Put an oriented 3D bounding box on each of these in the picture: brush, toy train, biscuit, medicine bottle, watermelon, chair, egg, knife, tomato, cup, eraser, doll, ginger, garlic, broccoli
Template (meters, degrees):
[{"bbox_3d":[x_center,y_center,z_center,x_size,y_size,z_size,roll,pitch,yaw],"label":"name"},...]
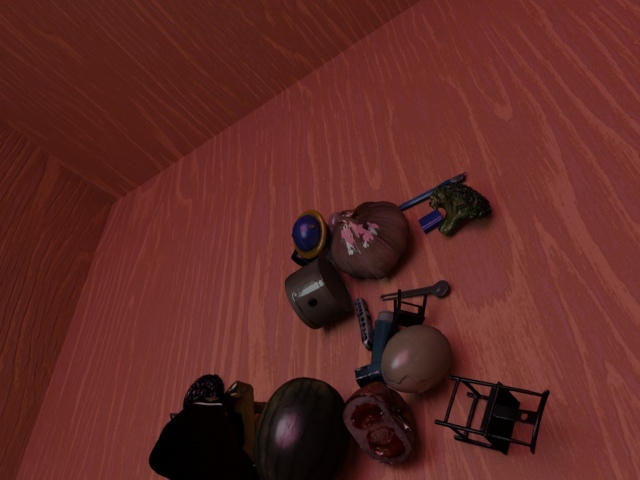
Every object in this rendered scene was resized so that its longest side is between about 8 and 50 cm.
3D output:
[{"bbox_3d":[0.317,0.179,1.793,0.266,0.027,0.062,-14,46,39],"label":"brush"},{"bbox_3d":[0.153,0.287,1.821,0.047,0.043,0.207,-30,39,19],"label":"toy train"},{"bbox_3d":[-0.461,0.614,2.077,0.195,0.053,0.194,-24,42,24],"label":"biscuit"},{"bbox_3d":[0.189,0.349,1.696,0.124,0.079,0.258,-8,49,27],"label":"medicine bottle"},{"bbox_3d":[-0.054,0.582,1.539,0.279,0.279,0.359,-8,50,39],"label":"watermelon"},{"bbox_3d":[0.268,0.268,1.661,0.102,0.084,0.212,13,53,5],"label":"chair"},{"bbox_3d":[0.265,0.345,1.520,0.217,0.182,0.183,-18,23,-33],"label":"egg"},{"bbox_3d":[0.444,0.441,1.324,0.260,0.141,0.154,-1,55,45],"label":"chair"},{"bbox_3d":[0.425,-0.184,2.031,0.297,0.026,0.044,-27,37,26],"label":"knife"},{"bbox_3d":[0.179,0.495,1.492,0.181,0.214,0.155,-37,-4,28],"label":"tomato"},{"bbox_3d":[-0.043,0.044,2.201,0.114,0.150,0.138,23,70,15],"label":"cup"},{"bbox_3d":[0.406,-0.071,1.936,0.085,0.027,0.063,-33,37,15],"label":"eraser"},{"bbox_3d":[-0.008,0.028,2.054,0.160,0.243,0.310,-19,71,23],"label":"doll"},{"bbox_3d":[-0.341,0.687,1.802,0.414,0.358,0.211,-37,-6,10],"label":"ginger"},{"bbox_3d":[0.185,-0.014,1.947,0.322,0.241,0.321,-8,60,14],"label":"garlic"},{"bbox_3d":[0.467,-0.103,1.820,0.194,0.220,0.194,-155,90,-82],"label":"broccoli"}]

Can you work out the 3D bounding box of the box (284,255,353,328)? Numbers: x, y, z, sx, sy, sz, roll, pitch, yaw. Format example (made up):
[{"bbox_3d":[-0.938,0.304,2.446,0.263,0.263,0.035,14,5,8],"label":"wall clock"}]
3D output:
[{"bbox_3d":[-0.004,0.191,1.909,0.149,0.226,0.226,-33,39,16],"label":"box"}]
